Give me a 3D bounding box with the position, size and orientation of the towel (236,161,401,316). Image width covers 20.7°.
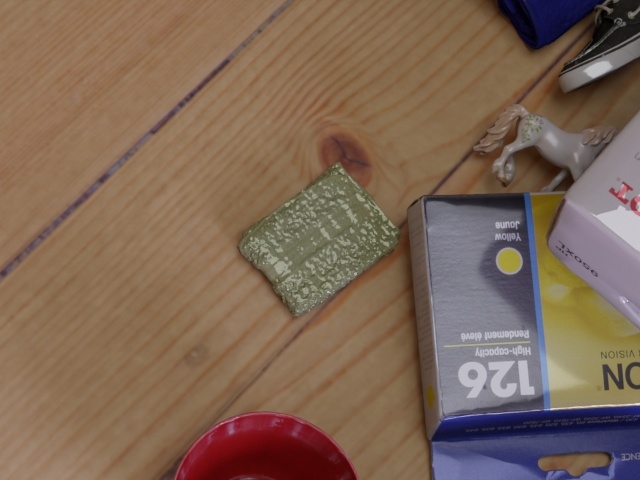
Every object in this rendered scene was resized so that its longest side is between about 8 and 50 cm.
[{"bbox_3d":[0.000,0.000,1.762,0.148,0.027,0.110,-38,84,-21],"label":"towel"}]

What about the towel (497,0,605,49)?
[{"bbox_3d":[0.291,-0.376,1.891,0.308,0.076,0.228,-34,118,-20],"label":"towel"}]

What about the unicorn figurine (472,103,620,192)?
[{"bbox_3d":[0.249,-0.089,1.821,0.162,0.060,0.111,29,90,-22],"label":"unicorn figurine"}]

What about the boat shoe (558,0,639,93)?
[{"bbox_3d":[0.325,-0.230,1.878,0.219,0.078,0.070,-35,94,-28],"label":"boat shoe"}]

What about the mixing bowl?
[{"bbox_3d":[-0.056,0.258,1.626,0.181,0.098,0.181,3,71,-10],"label":"mixing bowl"}]

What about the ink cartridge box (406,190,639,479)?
[{"bbox_3d":[0.250,0.103,1.741,0.303,0.072,0.307,-3,77,-12],"label":"ink cartridge box"}]

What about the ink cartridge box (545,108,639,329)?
[{"bbox_3d":[0.446,-0.066,1.638,0.285,0.166,0.395,41,79,12],"label":"ink cartridge box"}]
